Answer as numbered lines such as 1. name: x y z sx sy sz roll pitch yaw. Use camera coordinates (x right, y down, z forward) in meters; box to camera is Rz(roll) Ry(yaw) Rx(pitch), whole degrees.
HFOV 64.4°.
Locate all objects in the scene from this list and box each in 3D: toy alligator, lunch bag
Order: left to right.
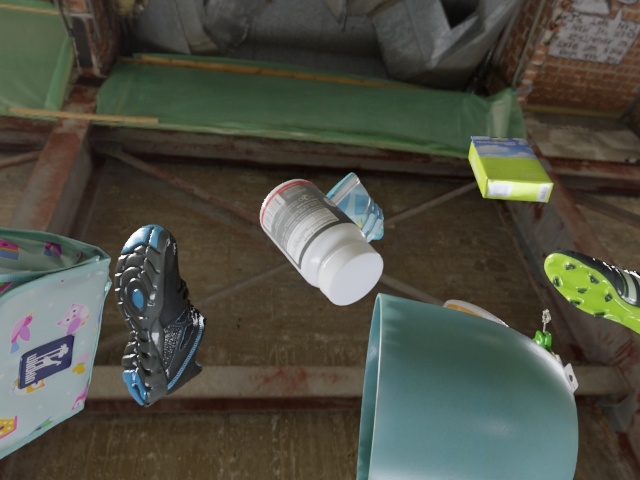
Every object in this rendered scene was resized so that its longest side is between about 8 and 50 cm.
1. lunch bag: -0.363 0.100 0.521 0.262 0.223 0.160 5 -157 -30
2. toy alligator: 0.460 0.231 1.071 0.051 0.190 0.056 -13 -158 4

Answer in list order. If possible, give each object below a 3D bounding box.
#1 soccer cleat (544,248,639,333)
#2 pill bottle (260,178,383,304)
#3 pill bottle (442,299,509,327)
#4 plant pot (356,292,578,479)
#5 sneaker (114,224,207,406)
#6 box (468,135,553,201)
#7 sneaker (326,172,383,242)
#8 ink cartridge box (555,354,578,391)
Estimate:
1. soccer cleat: 0.338 0.058 0.569 0.179 0.060 0.072 31 -132 10
2. pill bottle: 0.000 0.000 1.110 0.161 0.161 0.283 -19 -135 -28
3. pill bottle: 0.247 0.264 0.983 0.152 0.152 0.272 29 -104 17
4. plant pot: 0.177 0.225 0.658 0.235 0.293 0.293 6 -136 3
5. sneaker: -0.285 0.128 0.929 0.125 0.341 0.139 25 -154 37
6. box: 0.326 -0.130 0.894 0.109 0.042 0.178 4 -146 4
7. sneaker: 0.073 -0.037 1.483 0.208 0.127 0.319 46 -121 -8
8. ink cartridge box: 0.514 0.336 1.174 0.143 0.092 0.090 -19 -149 25
